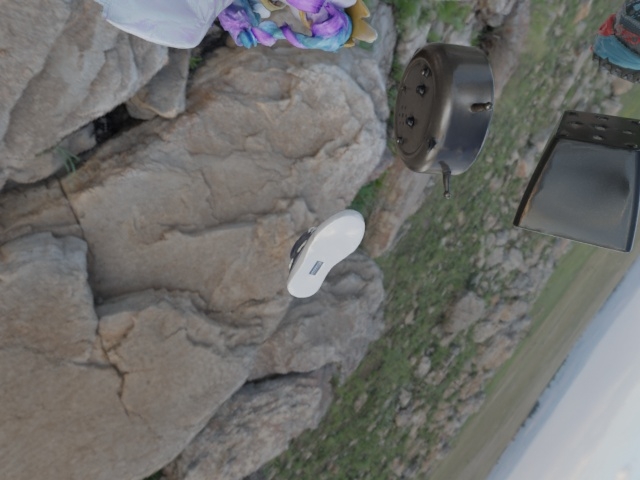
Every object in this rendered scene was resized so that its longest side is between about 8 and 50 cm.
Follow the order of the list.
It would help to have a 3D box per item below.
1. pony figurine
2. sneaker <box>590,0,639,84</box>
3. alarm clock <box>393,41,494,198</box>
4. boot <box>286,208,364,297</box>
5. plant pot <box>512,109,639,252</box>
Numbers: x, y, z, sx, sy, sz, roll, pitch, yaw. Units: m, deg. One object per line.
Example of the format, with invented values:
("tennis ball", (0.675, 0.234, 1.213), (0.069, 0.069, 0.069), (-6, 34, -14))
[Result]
("pony figurine", (-0.122, -0.372, 0.645), (0.351, 0.363, 0.303), (17, 110, -53))
("sneaker", (0.252, -0.182, 0.335), (0.262, 0.104, 0.125), (-54, 156, -39))
("alarm clock", (0.116, -0.146, 0.552), (0.064, 0.192, 0.129), (4, 134, -11))
("boot", (0.000, 0.000, 0.813), (0.069, 0.086, 0.190), (21, 130, -23))
("plant pot", (0.458, -0.117, 0.903), (0.188, 0.187, 0.167), (-47, 145, -45))
